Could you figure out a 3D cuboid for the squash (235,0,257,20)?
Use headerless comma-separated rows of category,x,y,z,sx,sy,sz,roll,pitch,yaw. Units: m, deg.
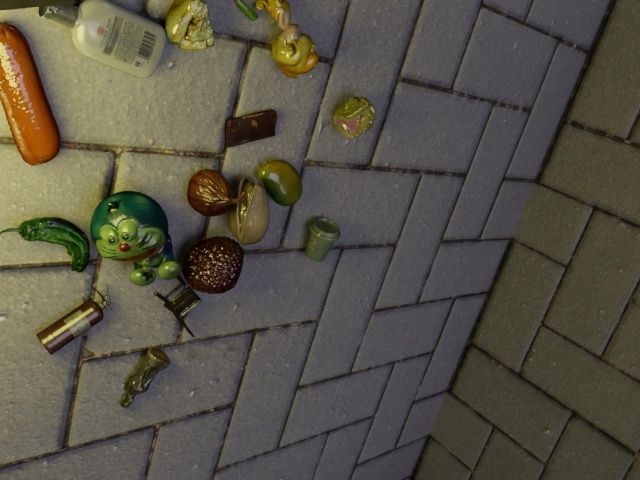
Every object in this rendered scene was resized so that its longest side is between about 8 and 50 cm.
squash,-0.202,-0.630,1.683,0.089,0.027,0.027,31,93,-49

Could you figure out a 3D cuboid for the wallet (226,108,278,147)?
wallet,-0.207,-0.341,1.870,0.176,0.026,0.095,-22,135,-33

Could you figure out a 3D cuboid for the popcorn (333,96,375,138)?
popcorn,0.116,-0.413,2.068,0.126,0.125,0.145,-26,151,-59

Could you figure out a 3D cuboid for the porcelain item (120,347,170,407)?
porcelain item,-0.583,0.455,2.006,0.216,0.069,0.081,-53,145,4

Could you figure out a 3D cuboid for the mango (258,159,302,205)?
mango,-0.122,-0.191,2.009,0.122,0.085,0.191,-43,140,-11

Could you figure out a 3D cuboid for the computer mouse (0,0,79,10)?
computer mouse,-0.621,-0.526,1.244,0.269,0.137,0.086,-20,136,-34

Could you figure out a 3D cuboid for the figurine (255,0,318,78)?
figurine,-0.092,-0.582,1.762,0.156,0.131,0.246,-70,144,-54

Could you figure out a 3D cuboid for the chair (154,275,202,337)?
chair,-0.427,0.214,1.980,0.101,0.084,0.213,-41,138,-11

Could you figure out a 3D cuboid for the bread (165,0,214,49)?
bread,-0.341,-0.547,1.547,0.110,0.103,0.156,-27,126,-20

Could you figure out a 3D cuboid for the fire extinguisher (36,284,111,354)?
fire extinguisher,-0.684,0.214,1.739,0.231,0.071,0.099,-38,109,-21

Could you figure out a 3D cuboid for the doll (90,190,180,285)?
doll,-0.503,-0.013,1.677,0.198,0.186,0.322,-12,149,-3

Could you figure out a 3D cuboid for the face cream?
face cream,-0.503,-0.484,1.440,0.291,0.071,0.144,10,105,-49

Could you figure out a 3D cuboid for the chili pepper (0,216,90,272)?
chili pepper,-0.688,-0.005,1.583,0.122,0.065,0.279,-57,145,-5

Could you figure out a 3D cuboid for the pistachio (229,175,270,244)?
pistachio,-0.222,-0.090,1.944,0.152,0.126,0.223,-54,153,-69

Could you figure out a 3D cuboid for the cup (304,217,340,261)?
cup,0.000,0.000,2.251,0.120,0.120,0.141,-10,136,-41

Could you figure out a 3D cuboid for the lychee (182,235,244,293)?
lychee,-0.337,0.075,1.914,0.188,0.188,0.188,-25,131,-32

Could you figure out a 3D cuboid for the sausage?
sausage,-0.662,-0.314,1.381,0.102,0.102,0.331,-29,134,-29

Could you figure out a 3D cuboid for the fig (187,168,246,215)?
fig,-0.288,-0.123,1.806,0.146,0.201,0.134,32,82,-56
